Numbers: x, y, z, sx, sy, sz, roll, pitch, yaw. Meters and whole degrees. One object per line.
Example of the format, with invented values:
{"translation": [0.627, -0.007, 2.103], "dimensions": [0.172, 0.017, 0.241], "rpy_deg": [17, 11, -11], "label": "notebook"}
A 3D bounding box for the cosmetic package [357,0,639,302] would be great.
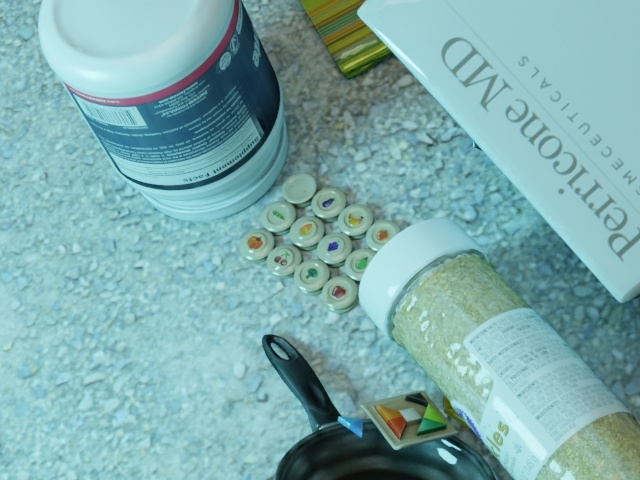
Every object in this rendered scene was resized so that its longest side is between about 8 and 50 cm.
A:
{"translation": [0.308, -0.194, 1.568], "dimensions": [0.393, 0.327, 0.329], "rpy_deg": [-43, 81, 11], "label": "cosmetic package"}

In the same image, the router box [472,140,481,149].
{"translation": [0.295, -0.217, 1.783], "dimensions": [0.309, 0.081, 0.243], "rpy_deg": [-4, 88, 14], "label": "router box"}

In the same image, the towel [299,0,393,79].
{"translation": [0.020, -0.284, 1.988], "dimensions": [0.102, 0.021, 0.237], "rpy_deg": [-28, 62, -1], "label": "towel"}

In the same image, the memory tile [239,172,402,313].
{"translation": [0.000, 0.000, 1.841], "dimensions": [0.148, 0.012, 0.113], "rpy_deg": [30, 71, 30], "label": "memory tile"}

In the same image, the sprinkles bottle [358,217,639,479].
{"translation": [0.179, 0.132, 1.641], "dimensions": [0.121, 0.121, 0.355], "rpy_deg": [-37, 57, -7], "label": "sprinkles bottle"}

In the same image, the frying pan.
{"translation": [0.009, 0.201, 1.661], "dimensions": [0.326, 0.053, 0.197], "rpy_deg": [25, 37, 34], "label": "frying pan"}

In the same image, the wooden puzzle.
{"translation": [0.082, 0.160, 1.684], "dimensions": [0.116, 0.014, 0.078], "rpy_deg": [-15, 37, -33], "label": "wooden puzzle"}

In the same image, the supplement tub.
{"translation": [-0.146, -0.159, 1.823], "dimensions": [0.191, 0.272, 0.191], "rpy_deg": [-7, 58, 12], "label": "supplement tub"}
